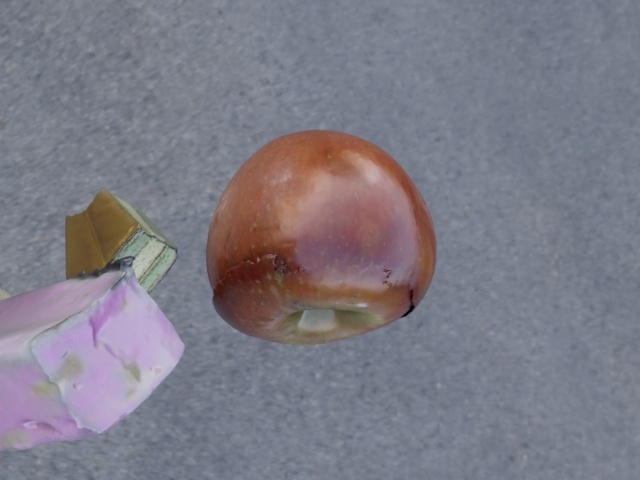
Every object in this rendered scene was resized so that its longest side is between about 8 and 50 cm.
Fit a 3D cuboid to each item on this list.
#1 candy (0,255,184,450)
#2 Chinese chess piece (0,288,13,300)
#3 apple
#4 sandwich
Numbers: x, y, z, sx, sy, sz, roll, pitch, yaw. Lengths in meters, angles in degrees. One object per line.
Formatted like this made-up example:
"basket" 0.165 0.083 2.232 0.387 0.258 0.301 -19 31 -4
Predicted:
"candy" -0.278 0.119 0.941 0.115 0.265 0.155 61 39 -17
"Chinese chess piece" -0.457 0.168 1.196 0.250 0.103 0.249 -36 137 -44
"apple" 0.000 0.000 1.070 0.252 0.272 0.206 0 66 -1
"sandwich" -0.448 0.034 2.029 0.227 0.198 0.155 -50 143 1
